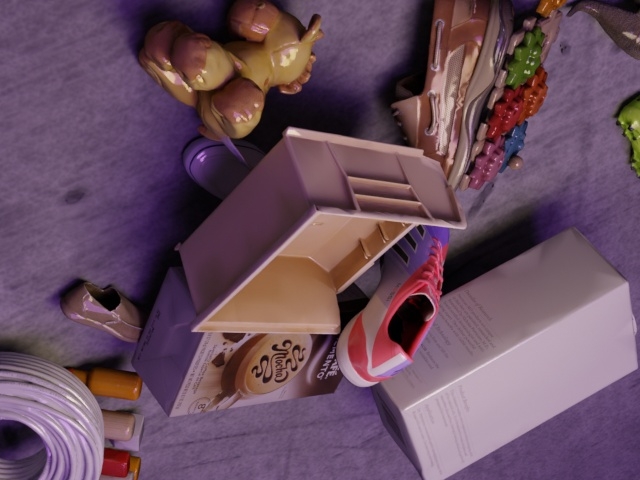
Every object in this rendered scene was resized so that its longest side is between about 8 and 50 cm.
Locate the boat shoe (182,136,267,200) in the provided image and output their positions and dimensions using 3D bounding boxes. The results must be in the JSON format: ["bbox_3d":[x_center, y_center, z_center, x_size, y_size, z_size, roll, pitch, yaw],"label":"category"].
[{"bbox_3d":[-0.075,-0.067,1.438,0.226,0.076,0.083,22,113,-40],"label":"boat shoe"}]

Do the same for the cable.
[{"bbox_3d":[-0.413,0.268,1.453,0.257,0.089,0.257,-6,116,-1],"label":"cable"}]

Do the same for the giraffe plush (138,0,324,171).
[{"bbox_3d":[-0.081,-0.207,1.275,0.170,0.181,0.210,-48,131,-12],"label":"giraffe plush"}]

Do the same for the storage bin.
[{"bbox_3d":[0.000,0.000,1.358,0.260,0.123,0.262,6,143,-40],"label":"storage bin"}]

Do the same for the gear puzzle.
[{"bbox_3d":[0.286,-0.223,1.478,0.175,0.044,0.338,-33,146,-50],"label":"gear puzzle"}]

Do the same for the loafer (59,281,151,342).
[{"bbox_3d":[-0.273,0.095,1.473,0.148,0.056,0.050,19,121,-39],"label":"loafer"}]

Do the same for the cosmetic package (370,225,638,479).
[{"bbox_3d":[0.271,0.173,1.648,0.385,0.156,0.217,-28,134,-9],"label":"cosmetic package"}]

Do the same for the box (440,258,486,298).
[{"bbox_3d":[0.226,0.140,1.766,0.156,0.093,0.158,-33,136,-2],"label":"box"}]

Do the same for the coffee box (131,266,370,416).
[{"bbox_3d":[-0.087,0.131,1.529,0.297,0.119,0.168,-2,127,-42],"label":"coffee box"}]

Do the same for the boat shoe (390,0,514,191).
[{"bbox_3d":[0.154,-0.182,1.461,0.120,0.122,0.324,15,119,-2],"label":"boat shoe"}]

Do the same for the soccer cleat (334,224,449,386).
[{"bbox_3d":[0.130,0.066,1.528,0.108,0.318,0.116,47,140,-20],"label":"soccer cleat"}]

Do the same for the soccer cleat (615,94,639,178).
[{"bbox_3d":[0.512,-0.154,1.716,0.072,0.060,0.179,-44,135,-9],"label":"soccer cleat"}]

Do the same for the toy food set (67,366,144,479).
[{"bbox_3d":[-0.316,0.284,1.579,0.105,0.111,0.232,9,136,0],"label":"toy food set"}]

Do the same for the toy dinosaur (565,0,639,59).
[{"bbox_3d":[0.494,-0.309,1.533,0.314,0.121,0.160,-18,119,-22],"label":"toy dinosaur"}]
